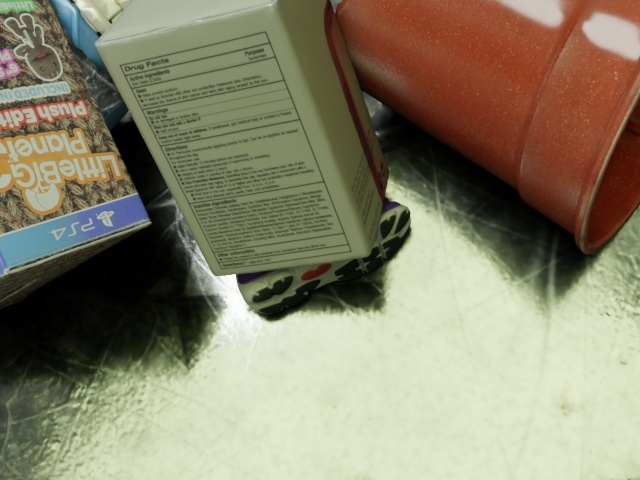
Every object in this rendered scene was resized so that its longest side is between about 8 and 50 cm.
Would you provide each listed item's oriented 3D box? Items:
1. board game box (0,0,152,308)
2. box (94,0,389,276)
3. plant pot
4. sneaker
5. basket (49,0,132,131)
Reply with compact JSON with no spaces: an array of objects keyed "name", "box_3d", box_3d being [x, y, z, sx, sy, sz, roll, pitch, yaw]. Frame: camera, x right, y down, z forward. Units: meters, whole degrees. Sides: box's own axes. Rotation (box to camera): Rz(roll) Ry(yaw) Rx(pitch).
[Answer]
[{"name":"board game box","box_3d":[-0.312,-0.088,0.761,0.232,0.141,0.291,-26,89,41]},{"name":"box","box_3d":[-0.050,-0.101,0.751,0.149,0.232,0.126,-7,36,20]},{"name":"plant pot","box_3d":[0.172,-0.169,0.770,0.265,0.272,0.272,31,79,23]},{"name":"sneaker","box_3d":[0.000,0.000,0.833,0.170,0.068,0.071,-23,59,-3]},{"name":"basket","box_3d":[-0.239,-0.224,0.861,0.289,0.201,0.255,-45,78,10]}]
